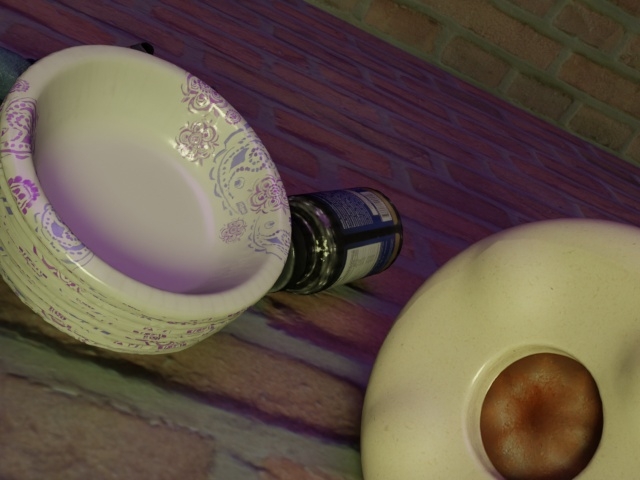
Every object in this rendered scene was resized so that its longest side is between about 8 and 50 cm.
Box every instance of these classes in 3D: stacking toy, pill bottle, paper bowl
[{"bbox_3d":[0.304,0.218,0.685,0.480,0.350,0.350,30,22,-40],"label":"stacking toy"},{"bbox_3d":[0.000,0.000,0.868,0.123,0.122,0.219,43,30,24],"label":"pill bottle"},{"bbox_3d":[-0.180,-0.029,0.663,0.284,0.148,0.284,28,44,-31],"label":"paper bowl"}]

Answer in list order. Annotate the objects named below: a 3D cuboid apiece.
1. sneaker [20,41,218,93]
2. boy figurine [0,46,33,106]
[{"bbox_3d":[-0.294,-0.202,0.895,0.350,0.148,0.131,17,30,-23],"label":"sneaker"},{"bbox_3d":[-0.300,-0.125,0.769,0.285,0.177,0.092,33,40,-52],"label":"boy figurine"}]
